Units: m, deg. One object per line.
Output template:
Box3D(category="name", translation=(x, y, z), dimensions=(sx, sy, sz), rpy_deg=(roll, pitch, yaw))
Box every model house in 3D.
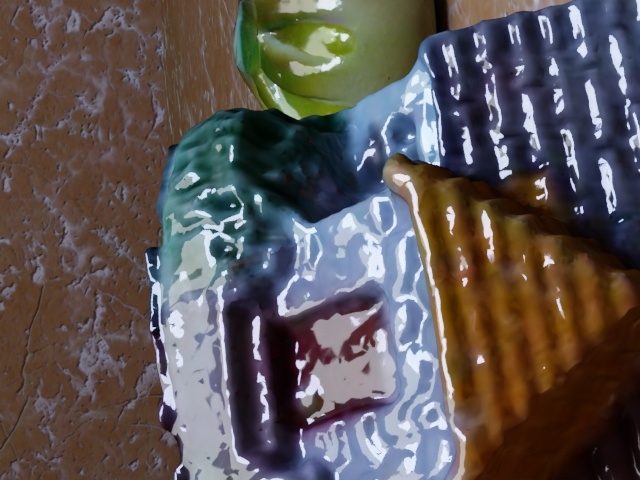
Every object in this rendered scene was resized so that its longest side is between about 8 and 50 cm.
Box3D(category="model house", translation=(0.139, 0.061, 0.807), dimensions=(0.339, 0.297, 0.360), rpy_deg=(-24, 68, 43))

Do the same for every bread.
Box3D(category="bread", translation=(0.019, -0.163, 1.380), dimensions=(0.156, 0.158, 0.260), rpy_deg=(-122, 27, -56))
